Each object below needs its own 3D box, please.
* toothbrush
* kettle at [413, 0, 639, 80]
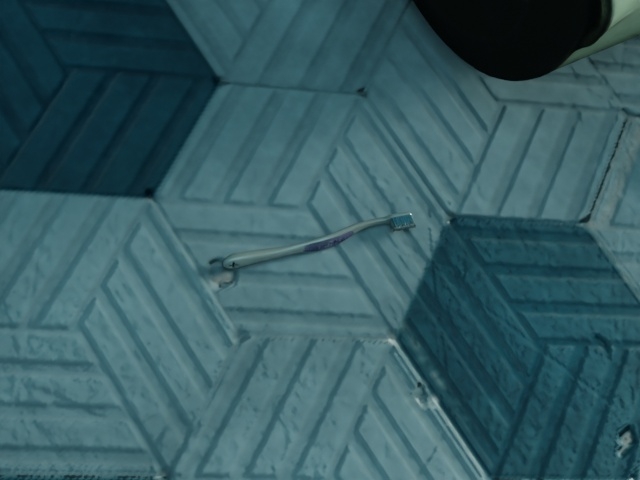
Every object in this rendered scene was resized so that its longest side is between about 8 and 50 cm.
[{"bbox_3d":[0.000,0.000,0.794,0.131,0.011,0.013,-13,50,-19],"label":"toothbrush"},{"bbox_3d":[0.211,-0.308,0.878,0.376,0.250,0.361,-26,55,-20],"label":"kettle"}]
